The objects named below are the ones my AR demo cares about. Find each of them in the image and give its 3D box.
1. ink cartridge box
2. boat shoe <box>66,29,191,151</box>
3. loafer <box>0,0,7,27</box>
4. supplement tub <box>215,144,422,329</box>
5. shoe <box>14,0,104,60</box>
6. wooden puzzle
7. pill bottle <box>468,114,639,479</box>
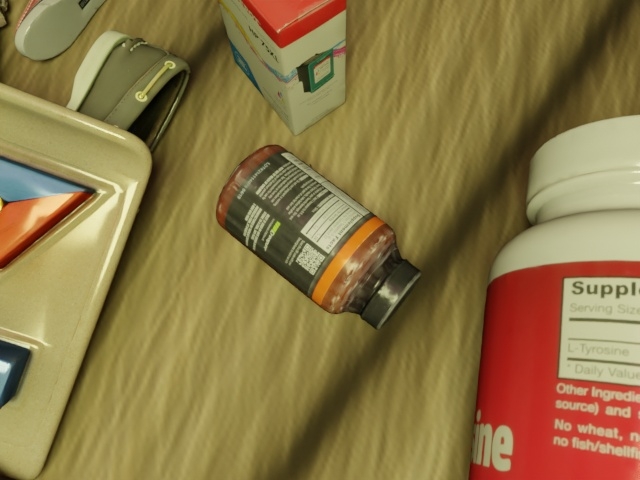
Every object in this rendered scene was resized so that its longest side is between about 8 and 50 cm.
[{"bbox_3d":[-0.041,-0.225,0.560,0.078,0.231,0.134,-35,73,-9],"label":"ink cartridge box"},{"bbox_3d":[-0.228,-0.074,0.583,0.091,0.109,0.305,18,76,3],"label":"boat shoe"},{"bbox_3d":[-0.417,-0.320,0.709,0.039,0.045,0.125,-24,68,-24],"label":"loafer"},{"bbox_3d":[0.000,0.000,0.551,0.198,0.106,0.106,38,77,13],"label":"supplement tub"},{"bbox_3d":[-0.329,-0.300,0.690,0.081,0.063,0.178,26,69,12],"label":"shoe"},{"bbox_3d":[-0.351,0.023,0.469,0.321,0.080,0.348,20,94,-12],"label":"wooden puzzle"},{"bbox_3d":[0.238,0.123,0.433,0.228,0.229,0.408,9,72,6],"label":"pill bottle"}]
